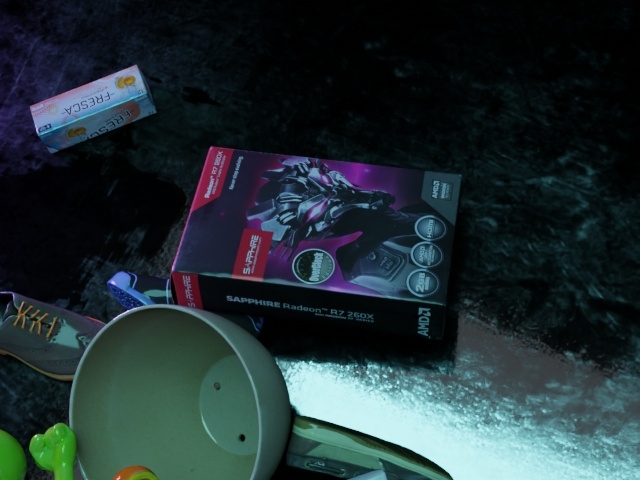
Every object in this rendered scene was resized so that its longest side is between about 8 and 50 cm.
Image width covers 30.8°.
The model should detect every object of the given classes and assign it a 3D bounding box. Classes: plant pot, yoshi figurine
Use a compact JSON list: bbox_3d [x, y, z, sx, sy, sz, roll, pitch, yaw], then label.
[{"bbox_3d":[-0.147,0.218,1.476,0.284,0.191,0.284,0,91,28],"label":"plant pot"},{"bbox_3d":[-0.353,0.310,1.378,0.362,0.203,0.203,-5,68,46],"label":"yoshi figurine"}]

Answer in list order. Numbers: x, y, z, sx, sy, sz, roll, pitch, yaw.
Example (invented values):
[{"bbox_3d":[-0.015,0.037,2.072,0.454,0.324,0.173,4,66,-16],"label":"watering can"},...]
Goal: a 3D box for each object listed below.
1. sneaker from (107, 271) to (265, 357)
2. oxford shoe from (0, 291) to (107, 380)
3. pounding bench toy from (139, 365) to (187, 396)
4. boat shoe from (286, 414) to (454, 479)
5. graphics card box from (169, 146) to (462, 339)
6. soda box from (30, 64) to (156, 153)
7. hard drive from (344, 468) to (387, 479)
[{"bbox_3d":[-0.187,0.089,1.636,0.232,0.081,0.090,27,63,17],"label":"sneaker"},{"bbox_3d":[-0.399,0.130,1.635,0.271,0.098,0.097,10,66,14],"label":"oxford shoe"},{"bbox_3d":[-0.215,0.176,1.589,0.065,0.083,0.052,-42,64,-10],"label":"pounding bench toy"},{"bbox_3d":[0.059,0.286,1.467,0.223,0.080,0.073,23,90,-16],"label":"boat shoe"},{"bbox_3d":[0.000,0.000,1.594,0.371,0.094,0.233,8,52,7],"label":"graphics card box"},{"bbox_3d":[-0.353,-0.205,1.814,0.183,0.058,0.063,-22,63,0],"label":"soda box"},{"bbox_3d":[0.021,0.451,1.344,0.210,0.040,0.319,-17,92,-7],"label":"hard drive"}]
